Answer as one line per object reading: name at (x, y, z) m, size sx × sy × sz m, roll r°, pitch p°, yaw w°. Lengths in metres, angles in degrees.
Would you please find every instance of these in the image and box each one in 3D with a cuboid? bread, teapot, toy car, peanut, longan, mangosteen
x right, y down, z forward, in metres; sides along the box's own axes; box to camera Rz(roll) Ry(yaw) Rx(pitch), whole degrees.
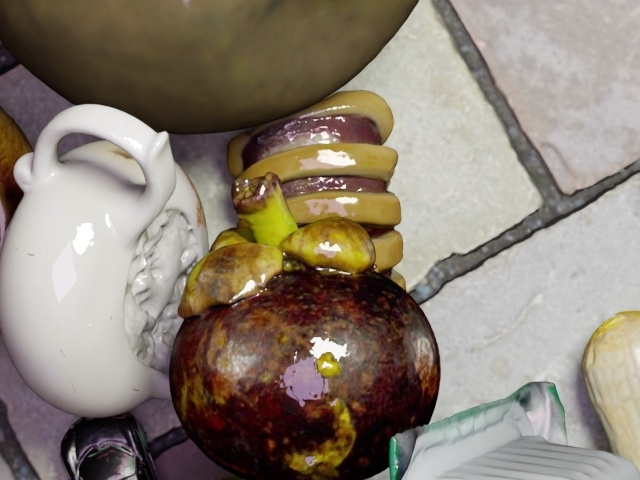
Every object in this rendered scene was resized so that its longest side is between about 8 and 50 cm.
bread at (0.000, 0.000, 1.127) m, size 0.134 × 0.081 × 0.225 m, roll -6°, pitch 92°, yaw 1°
teapot at (-0.146, 0.022, 1.057) m, size 0.139 × 0.298 × 0.204 m, roll 12°, pitch 53°, yaw 24°
toy car at (-0.155, 0.202, 1.138) m, size 0.069 × 0.055 × 0.142 m, roll -21°, pitch 90°, yaw -3°
peanut at (0.259, 0.154, 1.120) m, size 0.087 × 0.087 × 0.207 m, roll -17°, pitch 89°, yaw 0°
longan at (-0.072, -0.219, 1.049) m, size 0.350 × 0.288 × 0.288 m, roll -25°, pitch 88°, yaw -11°
mangosteen at (-0.013, 0.060, 0.994) m, size 0.192 × 0.192 × 0.217 m, roll -5°, pitch 95°, yaw 0°

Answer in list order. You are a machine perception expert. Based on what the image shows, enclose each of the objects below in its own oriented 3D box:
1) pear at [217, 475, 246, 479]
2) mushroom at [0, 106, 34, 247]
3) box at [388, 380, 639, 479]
pear at (-0.032, 0.307, 1.026) m, size 0.303 × 0.304 × 0.304 m, roll 0°, pitch 89°, yaw 0°
mushroom at (-0.331, -0.011, 1.094) m, size 0.253 × 0.153 × 0.253 m, roll 1°, pitch 86°, yaw -7°
box at (0.156, 0.240, 0.991) m, size 0.106 × 0.336 × 0.264 m, roll -5°, pitch 89°, yaw 23°
